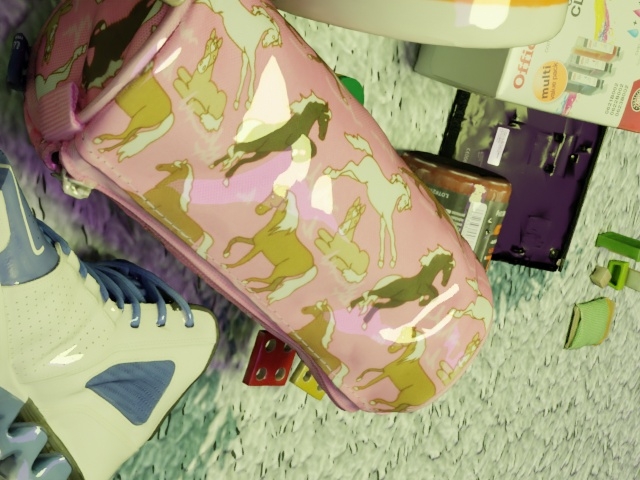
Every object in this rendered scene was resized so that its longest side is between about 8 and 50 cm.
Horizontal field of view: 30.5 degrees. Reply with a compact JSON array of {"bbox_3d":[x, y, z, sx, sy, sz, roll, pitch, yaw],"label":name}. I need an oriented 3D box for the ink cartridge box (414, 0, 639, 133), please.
[{"bbox_3d":[0.196,-0.176,1.004,0.176,0.127,0.128,8,103,-30],"label":"ink cartridge box"}]

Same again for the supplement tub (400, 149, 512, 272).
[{"bbox_3d":[0.094,0.026,1.048,0.106,0.106,0.197,3,107,-50],"label":"supplement tub"}]

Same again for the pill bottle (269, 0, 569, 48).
[{"bbox_3d":[0.084,-0.337,0.749,0.224,0.224,0.392,-13,118,-45],"label":"pill bottle"}]

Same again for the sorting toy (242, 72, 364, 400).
[{"bbox_3d":[0.000,0.000,0.972,0.132,0.046,0.274,4,105,-50],"label":"sorting toy"}]

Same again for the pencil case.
[{"bbox_3d":[-0.027,-0.026,0.794,0.167,0.160,0.386,-35,131,14],"label":"pencil case"}]

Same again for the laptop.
[{"bbox_3d":[0.214,-0.100,1.193,0.264,0.136,0.234,10,102,-25],"label":"laptop"}]

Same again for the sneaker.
[{"bbox_3d":[-0.169,0.047,0.758,0.182,0.127,0.315,-40,142,-34],"label":"sneaker"}]

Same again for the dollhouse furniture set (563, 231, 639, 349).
[{"bbox_3d":[0.349,0.069,1.397,0.076,0.059,0.151,-10,116,-46],"label":"dollhouse furniture set"}]

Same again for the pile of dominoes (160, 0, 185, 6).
[{"bbox_3d":[-0.110,-0.261,0.643,0.251,0.196,0.040,-61,-177,-6],"label":"pile of dominoes"}]
